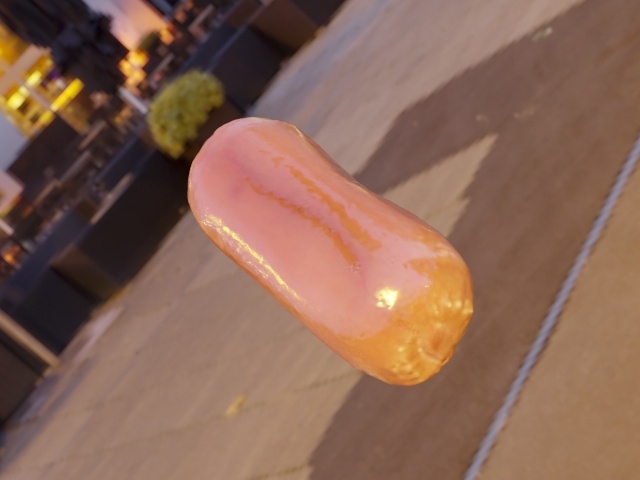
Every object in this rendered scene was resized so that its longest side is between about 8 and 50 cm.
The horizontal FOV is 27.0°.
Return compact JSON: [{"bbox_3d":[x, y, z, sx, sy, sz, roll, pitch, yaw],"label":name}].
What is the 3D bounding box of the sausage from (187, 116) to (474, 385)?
[{"bbox_3d":[0.000,0.000,0.657,0.077,0.077,0.194,-48,51,-3],"label":"sausage"}]
